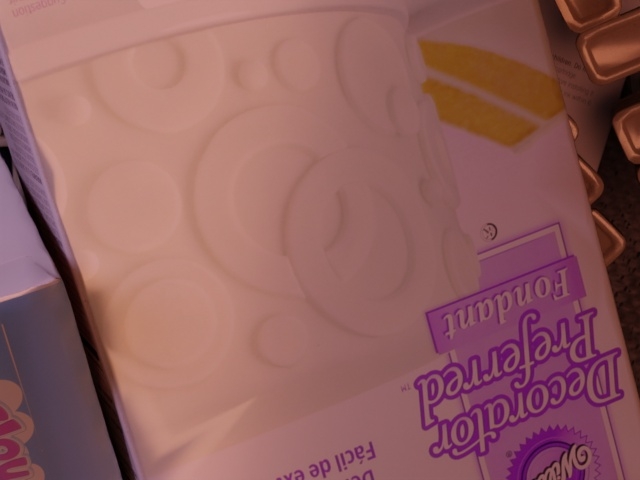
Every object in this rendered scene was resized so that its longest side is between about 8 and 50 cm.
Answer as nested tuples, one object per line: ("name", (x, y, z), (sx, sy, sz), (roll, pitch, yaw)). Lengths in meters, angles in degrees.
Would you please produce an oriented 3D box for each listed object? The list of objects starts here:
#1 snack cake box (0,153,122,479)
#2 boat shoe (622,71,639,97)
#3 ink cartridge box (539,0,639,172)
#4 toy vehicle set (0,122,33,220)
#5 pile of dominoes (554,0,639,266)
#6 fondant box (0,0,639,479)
("snack cake box", (-0.148, 0.098, 0.926), (0.089, 0.152, 0.264), (-19, 124, -10))
("boat shoe", (0.319, -0.140, 1.076), (0.320, 0.103, 0.118), (-26, 112, -9))
("ink cartridge box", (0.054, -0.024, 1.022), (0.165, 0.065, 0.333), (19, 89, -23))
("toy vehicle set", (-0.138, -0.094, 0.968), (0.166, 0.035, 0.267), (-7, 108, -17))
("pile of dominoes", (0.145, -0.106, 0.977), (0.196, 0.040, 0.251), (-23, 103, 11))
("fondant box", (0.000, 0.000, 0.907), (0.238, 0.096, 0.330), (-20, 107, -14))
